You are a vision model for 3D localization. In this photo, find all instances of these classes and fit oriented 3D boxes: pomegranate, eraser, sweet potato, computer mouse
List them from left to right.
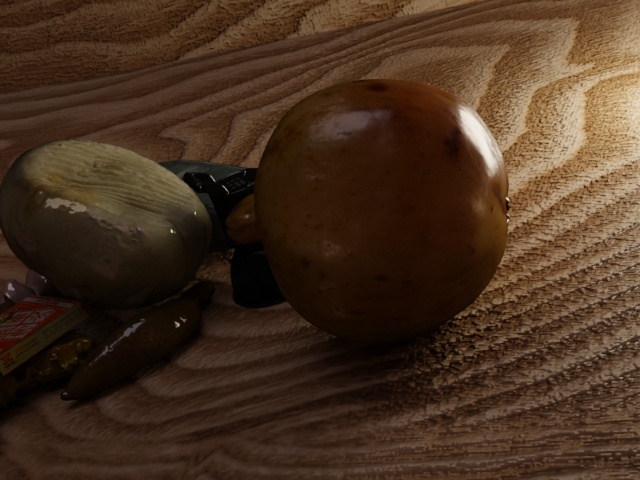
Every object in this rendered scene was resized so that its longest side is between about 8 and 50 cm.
[{"bbox_3d":[-0.498,0.160,1.975,0.157,0.038,0.230,4,32,47],"label":"eraser"},{"bbox_3d":[-0.260,0.140,1.965,0.108,0.079,0.346,-13,17,45],"label":"sweet potato"},{"bbox_3d":[-0.196,-0.058,2.315,0.374,0.114,0.203,15,36,40],"label":"computer mouse"},{"bbox_3d":[0.058,-0.042,1.762,0.410,0.410,0.410,-15,23,7],"label":"pomegranate"}]

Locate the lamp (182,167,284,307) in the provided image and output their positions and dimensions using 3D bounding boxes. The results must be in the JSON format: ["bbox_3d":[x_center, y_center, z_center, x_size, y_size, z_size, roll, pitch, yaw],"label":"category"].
[{"bbox_3d":[-0.101,-0.028,2.029,0.172,0.227,0.147,-23,23,-13],"label":"lamp"}]

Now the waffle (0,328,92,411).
[{"bbox_3d":[-0.504,0.230,1.958,0.259,0.069,0.293,1,29,46],"label":"waffle"}]

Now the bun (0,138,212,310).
[{"bbox_3d":[-0.359,-0.014,2.082,0.365,0.219,0.365,19,21,-8],"label":"bun"}]

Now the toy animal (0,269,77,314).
[{"bbox_3d":[-0.468,0.089,2.191,0.124,0.124,0.212,3,25,40],"label":"toy animal"}]
